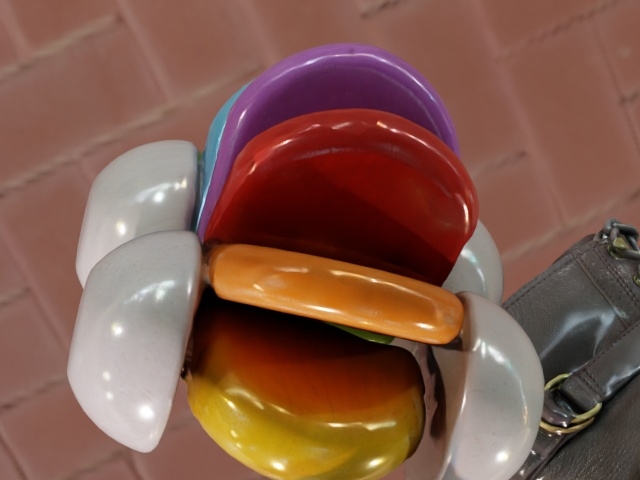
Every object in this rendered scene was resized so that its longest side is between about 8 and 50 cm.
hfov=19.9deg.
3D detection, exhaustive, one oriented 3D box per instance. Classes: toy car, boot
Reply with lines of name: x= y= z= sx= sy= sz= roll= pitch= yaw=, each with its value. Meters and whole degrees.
toy car: x=0.000 y=0.000 z=0.639 sx=0.159 sy=0.182 sz=0.136 roll=11 pitch=115 yaw=-10
boot: x=0.180 y=0.065 z=0.782 sx=0.263 sy=0.229 sz=0.091 roll=-34 pitch=138 yaw=-2
